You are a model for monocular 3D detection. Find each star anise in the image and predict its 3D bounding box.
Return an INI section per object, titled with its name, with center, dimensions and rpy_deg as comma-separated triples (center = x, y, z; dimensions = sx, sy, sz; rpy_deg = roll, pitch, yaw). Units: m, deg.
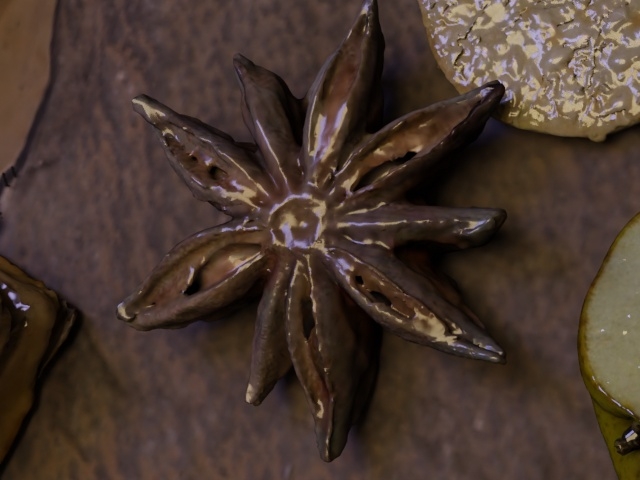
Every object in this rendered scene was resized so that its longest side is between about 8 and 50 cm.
[star anise]
center = 0.000, 0.000, 0.702
dimensions = 0.195, 0.065, 0.182
rpy_deg = -21, 75, 15

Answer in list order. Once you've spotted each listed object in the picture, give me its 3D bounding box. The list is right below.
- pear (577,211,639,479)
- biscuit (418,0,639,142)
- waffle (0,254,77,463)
[pear]
center = 0.164, 0.053, 0.591
dimensions = 0.141, 0.104, 0.141
rpy_deg = -9, 53, 12
[biscuit]
center = 0.111, -0.115, 0.698
dimensions = 0.152, 0.020, 0.152
rpy_deg = -6, 74, 20
[waffle]
center = -0.288, 0.048, 0.811
dimensions = 0.308, 0.091, 0.213
rpy_deg = 30, 91, 26
